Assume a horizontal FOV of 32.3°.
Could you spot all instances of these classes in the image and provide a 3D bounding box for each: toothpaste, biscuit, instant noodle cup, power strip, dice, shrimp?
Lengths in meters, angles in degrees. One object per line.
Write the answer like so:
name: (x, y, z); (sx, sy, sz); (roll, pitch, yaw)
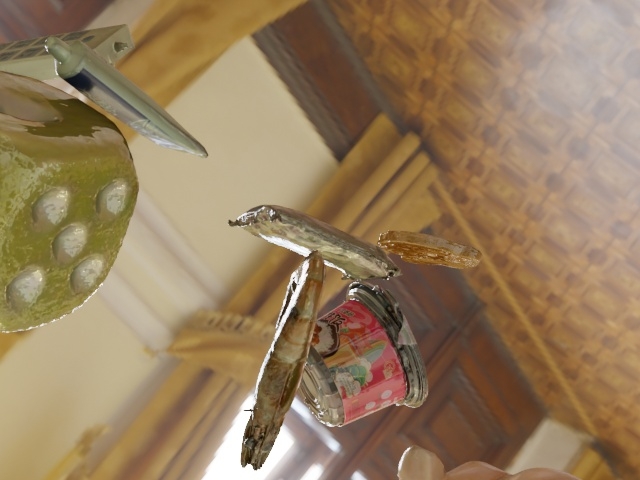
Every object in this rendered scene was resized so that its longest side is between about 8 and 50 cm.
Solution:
toothpaste: (-0.238, -0.170, 1.346); (0.069, 0.047, 0.268); (-19, 148, 25)
biscuit: (0.143, 0.011, 1.490); (0.140, 0.023, 0.118); (15, 167, -18)
instant noodle cup: (0.052, 0.226, 2.020); (0.258, 0.181, 0.302); (45, 153, 42)
power strip: (-0.447, -0.283, 1.727); (0.367, 0.106, 0.043); (-2, 122, 27)
dice: (-0.368, -0.050, 1.240); (0.238, 0.233, 0.227); (31, -160, 24)
shrimp: (-0.051, 0.149, 1.439); (0.058, 0.296, 0.169); (18, -166, -8)

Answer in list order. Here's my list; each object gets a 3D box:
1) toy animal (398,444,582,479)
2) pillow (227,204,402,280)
toy animal: (0.243, 0.391, 1.449); (0.269, 0.237, 0.326); (4, 164, -9)
pillow: (0.000, 0.000, 1.699); (0.255, 0.059, 0.169); (24, 168, -24)
